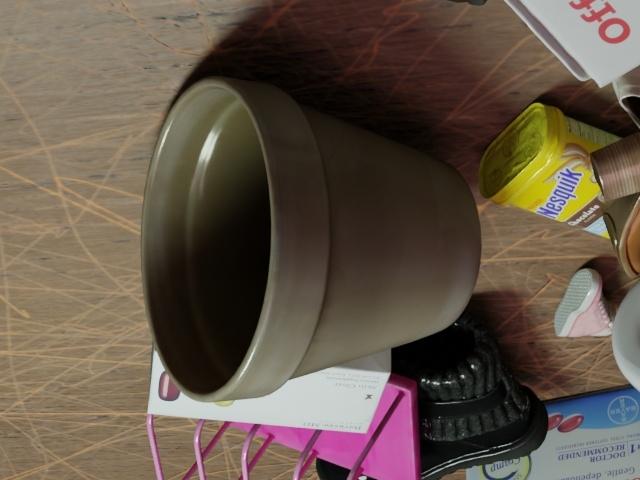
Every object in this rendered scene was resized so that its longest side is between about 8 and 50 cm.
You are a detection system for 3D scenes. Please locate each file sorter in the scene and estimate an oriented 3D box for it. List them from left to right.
[{"bbox_3d":[-0.046,0.258,1.824,0.291,0.182,0.202,17,137,23],"label":"file sorter"}]

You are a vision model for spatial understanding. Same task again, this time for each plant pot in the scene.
[{"bbox_3d":[0.000,0.000,1.516,0.280,0.323,0.323,1,148,-30],"label":"plant pot"}]

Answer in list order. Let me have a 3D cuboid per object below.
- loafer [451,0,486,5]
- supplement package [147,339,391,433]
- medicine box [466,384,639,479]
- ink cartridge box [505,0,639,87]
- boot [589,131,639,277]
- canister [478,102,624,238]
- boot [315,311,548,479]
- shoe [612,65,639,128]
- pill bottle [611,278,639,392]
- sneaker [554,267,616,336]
[{"bbox_3d":[0.100,-0.280,1.269,0.078,0.080,0.220,-6,144,9],"label":"loafer"},{"bbox_3d":[-0.060,0.092,1.690,0.262,0.204,0.145,6,145,-6],"label":"supplement package"},{"bbox_3d":[0.346,0.374,1.993,0.263,0.289,0.149,-14,142,20],"label":"medicine box"},{"bbox_3d":[0.271,-0.332,1.055,0.385,0.160,0.279,-32,125,27],"label":"ink cartridge box"},{"bbox_3d":[0.365,-0.043,1.494,0.152,0.073,0.197,-17,141,6],"label":"boot"},{"bbox_3d":[0.274,-0.070,1.564,0.170,0.073,0.126,17,141,-23],"label":"canister"},{"bbox_3d":[0.105,0.214,1.916,0.348,0.131,0.260,-22,142,20],"label":"boot"},{"bbox_3d":[0.362,-0.118,1.503,0.076,0.058,0.219,-25,136,33],"label":"shoe"},{"bbox_3d":[0.510,0.170,1.790,0.188,0.188,0.334,-21,139,29],"label":"pill bottle"},{"bbox_3d":[0.336,0.077,1.786,0.070,0.051,0.134,5,148,-7],"label":"sneaker"}]
